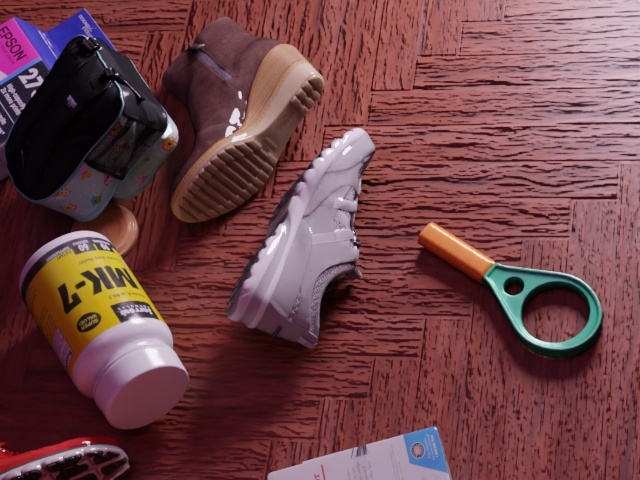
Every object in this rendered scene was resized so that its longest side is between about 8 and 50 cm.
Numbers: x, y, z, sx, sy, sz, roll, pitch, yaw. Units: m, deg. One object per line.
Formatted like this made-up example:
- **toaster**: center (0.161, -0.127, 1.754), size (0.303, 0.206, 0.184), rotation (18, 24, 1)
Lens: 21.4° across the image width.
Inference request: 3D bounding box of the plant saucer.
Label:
- **plant saucer**: center (-0.255, -0.008, 1.978), size (0.084, 0.013, 0.083), rotation (-7, 57, 11)

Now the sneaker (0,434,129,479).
- **sneaker**: center (-0.343, 0.246, 1.794), size (0.279, 0.107, 0.118), rotation (-17, 47, 2)

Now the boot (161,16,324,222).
- **boot**: center (-0.128, -0.145, 2.007), size (0.248, 0.090, 0.207), rotation (-47, 45, -10)

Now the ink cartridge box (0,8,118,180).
- **ink cartridge box**: center (-0.418, -0.156, 2.086), size (0.371, 0.069, 0.175), rotation (-32, 56, -9)

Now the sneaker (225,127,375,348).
- **sneaker**: center (0.000, 0.000, 1.876), size (0.115, 0.105, 0.281), rotation (32, 63, -7)

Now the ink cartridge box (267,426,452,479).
- **ink cartridge box**: center (0.046, 0.266, 1.699), size (0.180, 0.060, 0.104), rotation (-15, 57, 5)

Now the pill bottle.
- **pill bottle**: center (-0.235, 0.098, 1.844), size (0.119, 0.119, 0.208), rotation (-34, 57, -7)

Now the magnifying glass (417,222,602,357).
- **magnifying glass**: center (0.201, 0.047, 1.816), size (0.231, 0.026, 0.092), rotation (33, 72, 30)

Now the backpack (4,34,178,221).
- **backpack**: center (-0.270, -0.119, 1.961), size (0.188, 0.144, 0.166), rotation (-46, 51, 10)
